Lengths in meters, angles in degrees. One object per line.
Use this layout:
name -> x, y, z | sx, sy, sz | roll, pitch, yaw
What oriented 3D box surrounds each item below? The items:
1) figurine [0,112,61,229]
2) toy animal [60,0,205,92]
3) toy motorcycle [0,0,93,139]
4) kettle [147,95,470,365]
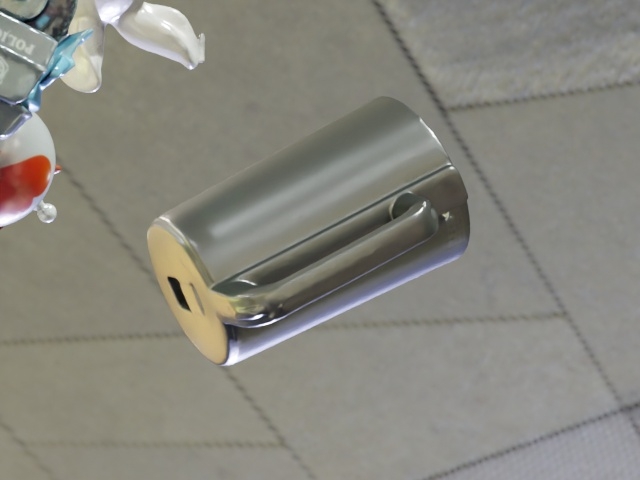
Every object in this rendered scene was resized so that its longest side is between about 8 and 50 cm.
figurine -> -0.316, -0.087, 1.497 | 0.160, 0.183, 0.226 | 15, 165, 21
toy animal -> -0.229, -0.336, 1.751 | 0.154, 0.208, 0.325 | 13, 117, 63
toy motorcycle -> -0.275, -0.139, 0.931 | 0.272, 0.182, 0.123 | 26, 175, -16
kettle -> 0.000, 0.010, 1.734 | 0.262, 0.308, 0.203 | 43, 151, 41
